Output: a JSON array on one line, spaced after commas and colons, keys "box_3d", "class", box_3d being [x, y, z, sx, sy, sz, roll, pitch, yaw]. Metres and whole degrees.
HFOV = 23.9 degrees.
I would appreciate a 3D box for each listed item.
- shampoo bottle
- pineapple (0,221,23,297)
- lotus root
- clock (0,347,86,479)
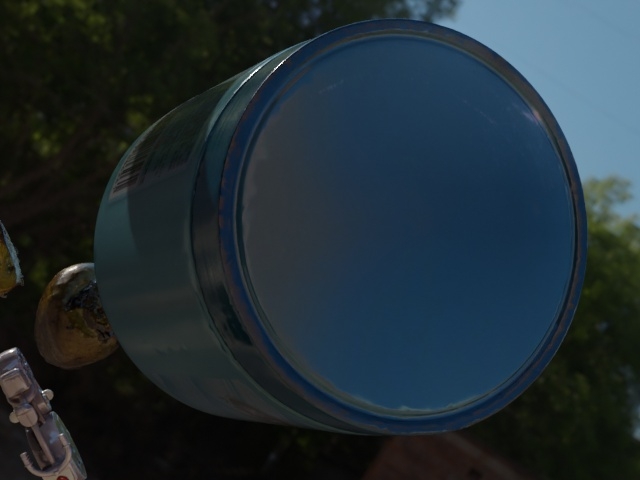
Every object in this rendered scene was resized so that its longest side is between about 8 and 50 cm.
[{"box_3d": [0.000, 0.000, 1.322, 0.331, 0.331, 0.343, 37, -18, -19], "class": "shampoo bottle"}, {"box_3d": [-0.393, 0.014, 1.708, 0.077, 0.114, 0.114, 101, -29, -46], "class": "pineapple"}, {"box_3d": [-0.265, 0.093, 1.620, 0.094, 0.108, 0.191, 22, -30, -18], "class": "lotus root"}, {"box_3d": [-0.235, 0.152, 1.262, 0.129, 0.041, 0.087, 64, -4, -11], "class": "clock"}]
